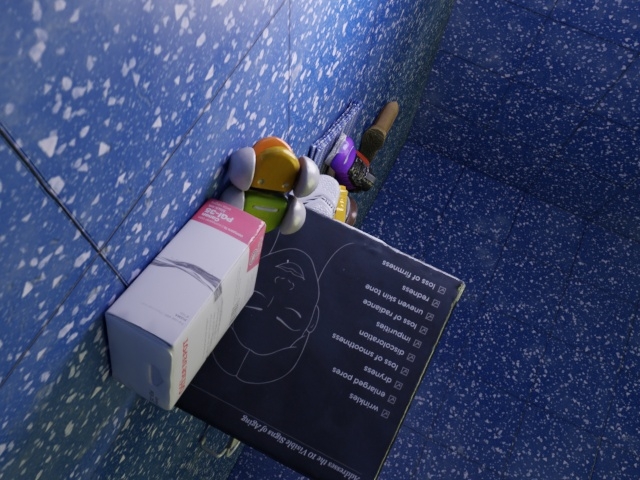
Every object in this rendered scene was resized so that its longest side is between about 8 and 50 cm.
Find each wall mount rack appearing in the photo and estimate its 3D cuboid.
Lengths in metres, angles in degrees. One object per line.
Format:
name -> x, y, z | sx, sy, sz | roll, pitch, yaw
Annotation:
wall mount rack -> -0.291, 0.575, 1.938 | 0.304, 0.131, 0.349 | -46, 161, -56

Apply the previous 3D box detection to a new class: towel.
towel -> 0.020, -0.261, 1.647 | 0.336, 0.040, 0.243 | -54, 170, -46

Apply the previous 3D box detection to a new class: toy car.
toy car -> -0.102, -0.103, 1.012 | 0.136, 0.159, 0.181 | -116, -140, -51

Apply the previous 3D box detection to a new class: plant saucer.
plant saucer -> 0.087, -0.103, 2.277 | 0.169, 0.029, 0.168 | -26, -124, 46

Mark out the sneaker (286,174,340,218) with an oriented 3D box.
sneaker -> -0.060, -0.012, 1.538 | 0.365, 0.138, 0.210 | -60, 174, 2

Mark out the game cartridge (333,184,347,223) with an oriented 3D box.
game cartridge -> 0.007, 0.004, 1.667 | 0.285, 0.053, 0.323 | 171, -76, -76

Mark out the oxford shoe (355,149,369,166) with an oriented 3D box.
oxford shoe -> 0.096, -0.251, 2.020 | 0.098, 0.097, 0.271 | -45, -179, 37

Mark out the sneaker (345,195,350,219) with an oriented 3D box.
sneaker -> 0.044, -0.050, 2.145 | 0.161, 0.102, 0.281 | -177, -78, -85

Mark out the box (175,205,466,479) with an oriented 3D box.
box -> -0.022, 0.216, 1.203 | 0.471, 0.480, 0.297 | -62, 173, -13

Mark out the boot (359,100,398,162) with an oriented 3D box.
boot -> 0.255, -0.483, 2.296 | 0.269, 0.089, 0.236 | -61, -178, -25

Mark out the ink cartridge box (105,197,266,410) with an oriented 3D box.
ink cartridge box -> -0.213, 0.100, 0.908 | 0.283, 0.117, 0.207 | -57, 170, -43

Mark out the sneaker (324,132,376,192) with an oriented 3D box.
sneaker -> 0.099, -0.213, 1.629 | 0.102, 0.146, 0.293 | -60, 174, -9
